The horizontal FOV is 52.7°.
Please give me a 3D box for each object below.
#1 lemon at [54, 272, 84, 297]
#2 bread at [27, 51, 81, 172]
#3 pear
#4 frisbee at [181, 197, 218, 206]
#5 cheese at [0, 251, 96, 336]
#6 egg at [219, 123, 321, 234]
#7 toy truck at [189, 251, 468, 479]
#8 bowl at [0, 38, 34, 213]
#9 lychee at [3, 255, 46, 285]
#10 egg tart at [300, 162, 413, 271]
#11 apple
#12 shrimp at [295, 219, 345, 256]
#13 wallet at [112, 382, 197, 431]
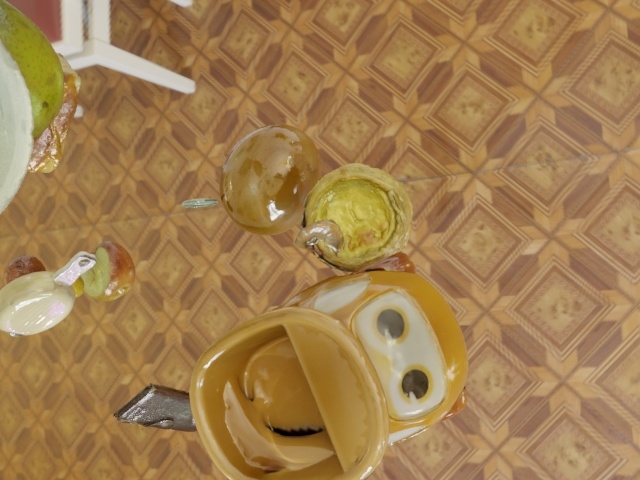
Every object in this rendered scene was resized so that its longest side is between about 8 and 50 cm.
[{"bbox_3d":[-0.545,0.094,1.385,0.062,0.083,0.062,-26,44,28],"label":"lemon"},{"bbox_3d":[-0.743,-0.319,1.508,0.207,0.278,0.279,41,113,44],"label":"bread"},{"bbox_3d":[-0.571,-0.347,1.240,0.239,0.139,0.288,116,147,-56],"label":"pear"},{"bbox_3d":[-0.359,-0.112,1.916,0.110,0.110,0.014,-7,87,28],"label":"frisbee"},{"bbox_3d":[-0.507,0.094,1.204,0.227,0.137,0.064,-37,60,14],"label":"cheese"},{"bbox_3d":[-0.140,-0.171,1.846,0.283,0.282,0.351,54,130,19],"label":"egg"},{"bbox_3d":[0.018,0.151,0.741,0.287,0.211,0.205,-24,88,25],"label":"toy truck"},{"bbox_3d":[-0.698,-0.188,0.998,0.195,0.434,0.436,4,90,41],"label":"bowl"},{"bbox_3d":[-0.758,0.099,1.662,0.115,0.101,0.140,60,150,17],"label":"lychee"},{"bbox_3d":[0.091,-0.054,1.593,0.278,0.095,0.279,1,98,10],"label":"egg tart"},{"bbox_3d":[-0.690,0.100,2.103,0.195,0.160,0.173,-38,85,21],"label":"apple"},{"bbox_3d":[0.002,0.007,1.304,0.095,0.162,0.045,-30,63,-2],"label":"shrimp"},{"bbox_3d":[-0.302,0.352,1.331,0.122,0.232,0.031,-39,54,16],"label":"wallet"}]
